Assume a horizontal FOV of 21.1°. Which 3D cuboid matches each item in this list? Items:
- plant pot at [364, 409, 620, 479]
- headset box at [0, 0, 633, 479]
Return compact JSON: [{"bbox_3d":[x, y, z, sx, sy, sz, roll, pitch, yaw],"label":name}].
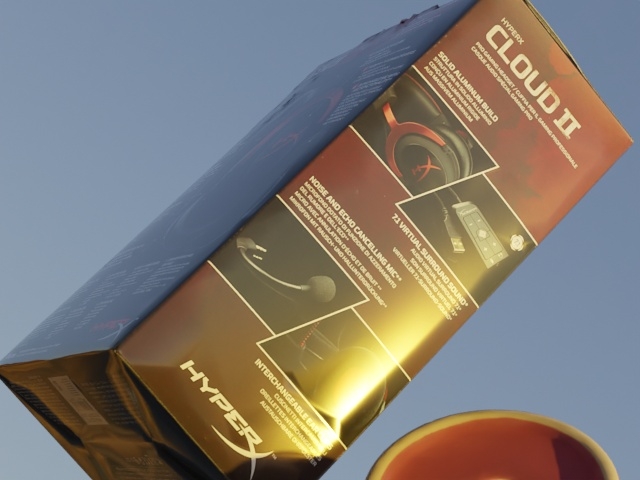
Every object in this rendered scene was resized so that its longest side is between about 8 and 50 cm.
[{"bbox_3d":[0.093,0.196,0.893,0.201,0.201,0.180,9,-54,26],"label":"plant pot"},{"bbox_3d":[0.000,0.000,0.859,0.110,0.293,0.218,50,-23,-11],"label":"headset box"}]
